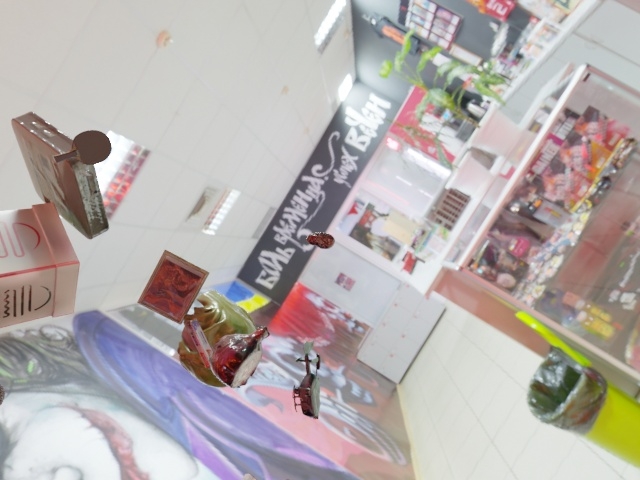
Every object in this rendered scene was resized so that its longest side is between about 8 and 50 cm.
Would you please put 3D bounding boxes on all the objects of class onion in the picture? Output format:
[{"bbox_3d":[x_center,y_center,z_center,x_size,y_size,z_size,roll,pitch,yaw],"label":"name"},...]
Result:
[{"bbox_3d":[-0.256,0.354,1.574,0.218,0.140,0.195,-54,-25,-10],"label":"onion"}]

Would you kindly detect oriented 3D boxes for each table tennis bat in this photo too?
[{"bbox_3d":[-0.663,-0.252,1.376,0.158,0.014,0.095,-28,-60,-30],"label":"table tennis bat"}]

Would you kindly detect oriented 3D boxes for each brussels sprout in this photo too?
[{"bbox_3d":[-0.435,0.466,2.222,0.342,0.361,0.425,-55,-16,-51],"label":"brussels sprout"}]

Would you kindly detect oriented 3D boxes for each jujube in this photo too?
[{"bbox_3d":[0.000,0.000,2.170,0.077,0.129,0.077,-24,63,58],"label":"jujube"}]

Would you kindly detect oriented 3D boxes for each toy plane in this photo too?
[{"bbox_3d":[-0.049,0.652,2.247,0.155,0.106,0.381,-7,-91,-60],"label":"toy plane"}]

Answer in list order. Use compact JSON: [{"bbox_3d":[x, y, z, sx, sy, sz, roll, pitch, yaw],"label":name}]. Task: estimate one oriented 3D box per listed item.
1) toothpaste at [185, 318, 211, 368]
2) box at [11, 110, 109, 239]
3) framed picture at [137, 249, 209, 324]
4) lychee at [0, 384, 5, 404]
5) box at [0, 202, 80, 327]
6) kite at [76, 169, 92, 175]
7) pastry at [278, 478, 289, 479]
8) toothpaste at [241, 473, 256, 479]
[{"bbox_3d":[-0.466,0.403,1.936,0.040,0.196,0.047,-30,-6,32],"label":"toothpaste"},{"bbox_3d":[-0.970,-0.239,1.845,0.111,0.396,0.396,-39,-27,-38],"label":"box"},{"bbox_3d":[-0.633,0.204,2.111,0.273,0.216,0.016,-61,8,8],"label":"framed picture"},{"bbox_3d":[-1.337,0.628,1.977,0.129,0.123,0.123,-66,-6,13],"label":"lychee"},{"bbox_3d":[-1.069,0.092,1.755,0.300,0.312,0.314,-12,-36,-40],"label":"box"},{"bbox_3d":[-0.738,-0.213,1.557,0.078,0.044,0.002,-58,-15,-73],"label":"kite"},{"bbox_3d":[-0.210,1.164,2.099,0.356,0.356,0.164,-61,38,23],"label":"pastry"},{"bbox_3d":[-0.280,0.861,1.605,0.193,0.045,0.071,-53,-2,-47],"label":"toothpaste"}]
